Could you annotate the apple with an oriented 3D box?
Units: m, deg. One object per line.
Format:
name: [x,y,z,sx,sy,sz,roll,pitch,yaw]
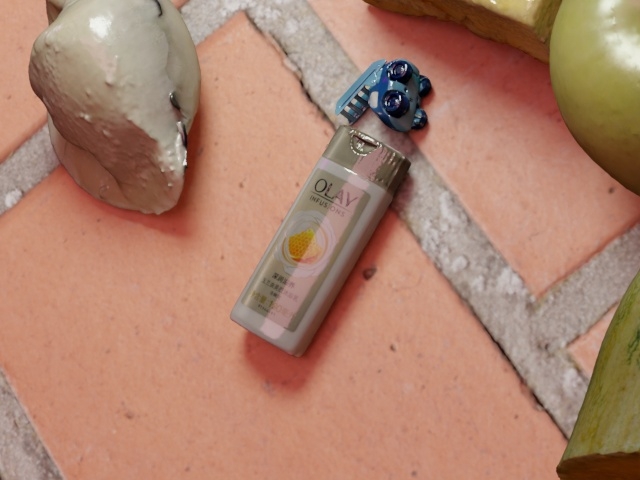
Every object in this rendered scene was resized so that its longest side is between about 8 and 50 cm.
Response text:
apple: [0.347,-0.160,1.336,0.292,0.254,0.292,-7,71,22]

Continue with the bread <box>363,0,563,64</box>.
bread: [0.159,-0.293,1.497,0.275,0.114,0.185,26,85,41]

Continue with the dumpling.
dumpling: [-0.235,-0.158,1.629,0.227,0.175,0.243,-29,49,44]

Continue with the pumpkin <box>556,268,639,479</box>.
pumpkin: [0.364,0.124,1.232,0.332,0.332,0.199,1,70,22]

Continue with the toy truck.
toy truck: [0.061,-0.144,1.558,0.090,0.056,0.073,-3,70,34]

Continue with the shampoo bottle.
shampoo bottle: [0.000,0.000,1.538,0.086,0.056,0.227,30,88,24]
